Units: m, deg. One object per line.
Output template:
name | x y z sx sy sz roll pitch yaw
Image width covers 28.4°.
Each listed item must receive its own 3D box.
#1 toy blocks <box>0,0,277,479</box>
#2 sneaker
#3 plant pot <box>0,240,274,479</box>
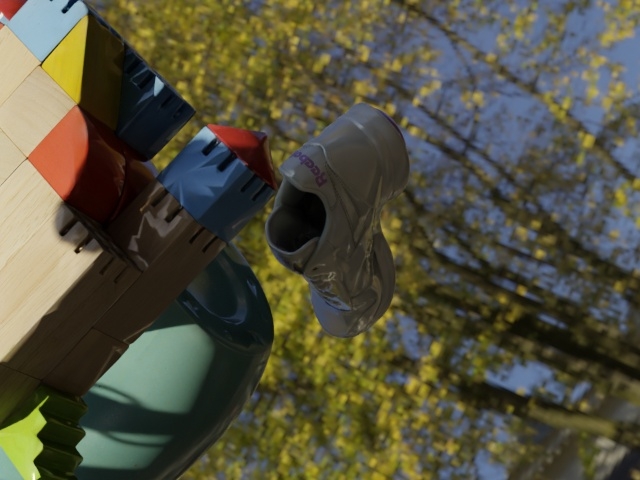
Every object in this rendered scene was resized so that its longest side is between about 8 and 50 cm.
toy blocks | -0.208 -0.056 0.879 0.261 0.381 0.191 -47 -30 2
sneaker | 0.000 0.000 1.273 0.152 0.114 0.305 -32 -35 -28
plant pot | -0.187 0.092 1.184 0.235 0.293 0.293 -37 -26 19
